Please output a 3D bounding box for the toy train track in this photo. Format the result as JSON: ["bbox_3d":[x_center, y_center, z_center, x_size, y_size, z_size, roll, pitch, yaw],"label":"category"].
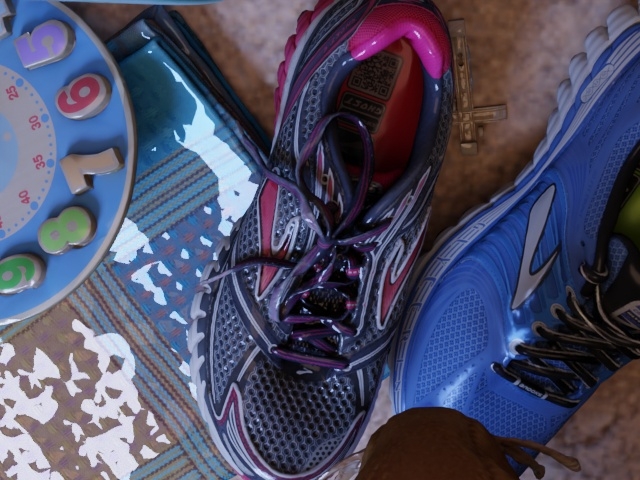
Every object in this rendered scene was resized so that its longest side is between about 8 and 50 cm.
[{"bbox_3d":[0.084,-0.089,1.086,0.048,0.014,0.083,-5,110,7],"label":"toy train track"}]

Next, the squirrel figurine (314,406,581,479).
[{"bbox_3d":[0.085,0.293,0.956,0.281,0.397,0.370,-2,138,13],"label":"squirrel figurine"}]

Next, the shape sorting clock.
[{"bbox_3d":[-0.204,-0.051,1.077,0.206,0.040,0.206,0,91,21],"label":"shape sorting clock"}]

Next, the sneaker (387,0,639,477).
[{"bbox_3d":[0.147,0.024,1.039,0.129,0.147,0.330,19,114,-22],"label":"sneaker"}]

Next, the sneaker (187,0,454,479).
[{"bbox_3d":[0.000,0.000,1.035,0.121,0.112,0.299,10,97,-11],"label":"sneaker"}]

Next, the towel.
[{"bbox_3d":[-0.157,0.064,1.153,0.370,0.040,0.271,-35,103,16],"label":"towel"}]

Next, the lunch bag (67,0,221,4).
[{"bbox_3d":[-0.104,-0.263,0.951,0.224,0.108,0.279,1,116,-27],"label":"lunch bag"}]
